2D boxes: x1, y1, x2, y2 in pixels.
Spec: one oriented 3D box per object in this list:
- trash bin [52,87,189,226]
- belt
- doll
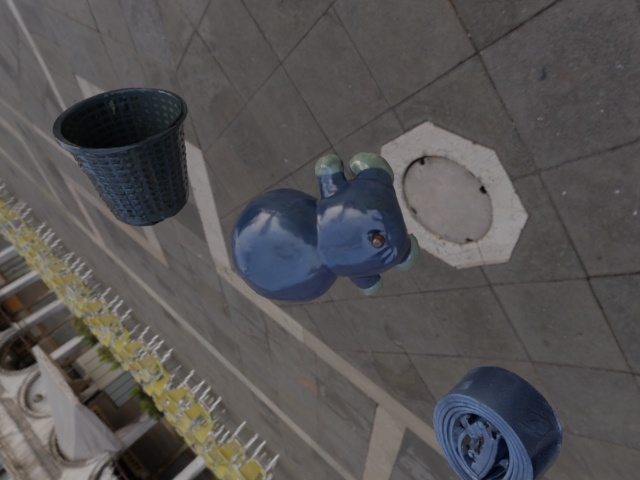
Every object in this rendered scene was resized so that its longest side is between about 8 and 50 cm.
[{"bbox_3d":[-0.267,-0.116,0.677,0.176,0.175,0.160,32,145,29],"label":"trash bin"},{"bbox_3d":[0.222,0.249,0.592,0.141,0.082,0.190,37,143,38],"label":"belt"},{"bbox_3d":[0.000,0.000,0.673,0.259,0.154,0.227,-14,113,17],"label":"doll"}]
